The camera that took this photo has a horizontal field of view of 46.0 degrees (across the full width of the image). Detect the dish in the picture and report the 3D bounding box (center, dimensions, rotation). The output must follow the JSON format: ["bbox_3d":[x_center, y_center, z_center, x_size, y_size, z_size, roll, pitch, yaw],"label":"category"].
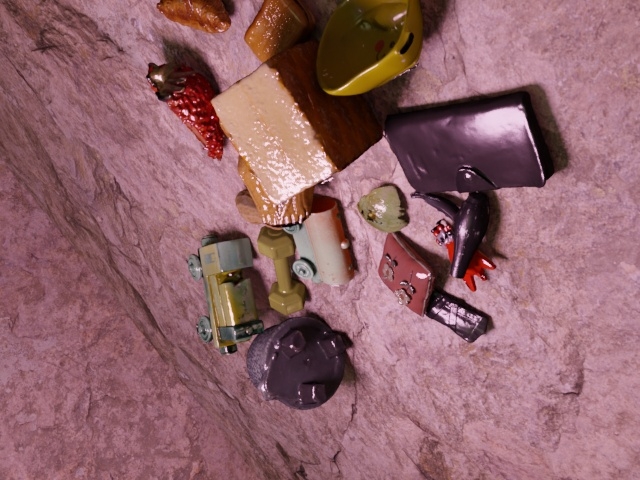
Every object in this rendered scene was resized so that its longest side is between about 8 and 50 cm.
[{"bbox_3d":[0.116,-0.379,1.452,0.108,0.221,0.262,22,156,-37],"label":"dish"}]

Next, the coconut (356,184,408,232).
[{"bbox_3d":[0.146,-0.068,1.809,0.133,0.055,0.158,46,149,9],"label":"coconut"}]

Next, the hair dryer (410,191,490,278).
[{"bbox_3d":[0.272,-0.045,1.664,0.219,0.075,0.196,39,128,42],"label":"hair dryer"}]

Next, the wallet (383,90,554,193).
[{"bbox_3d":[0.288,-0.185,1.523,0.377,0.051,0.197,2,124,52],"label":"wallet"}]

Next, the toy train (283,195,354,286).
[{"bbox_3d":[0.000,0.000,2.019,0.177,0.116,0.286,7,128,31],"label":"toy train"}]

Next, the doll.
[{"bbox_3d":[0.313,0.028,1.698,0.169,0.057,0.109,45,144,14],"label":"doll"}]

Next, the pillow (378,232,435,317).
[{"bbox_3d":[0.204,0.085,1.853,0.179,0.075,0.171,48,147,33],"label":"pillow"}]

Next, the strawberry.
[{"bbox_3d":[-0.337,-0.365,2.058,0.233,0.137,0.306,47,179,41],"label":"strawberry"}]

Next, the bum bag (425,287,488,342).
[{"bbox_3d":[0.323,0.178,1.853,0.197,0.049,0.087,30,119,29],"label":"bum bag"}]

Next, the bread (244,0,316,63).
[{"bbox_3d":[-0.087,-0.467,1.667,0.116,0.077,0.200,51,146,1],"label":"bread"}]

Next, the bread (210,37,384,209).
[{"bbox_3d":[-0.045,-0.256,1.603,0.207,0.279,0.279,-29,101,34],"label":"bread"}]

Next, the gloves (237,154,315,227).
[{"bbox_3d":[-0.105,-0.207,1.842,0.203,0.155,0.357,-1,103,25],"label":"gloves"}]

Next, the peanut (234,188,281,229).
[{"bbox_3d":[-0.168,-0.085,2.137,0.194,0.093,0.083,30,180,32],"label":"peanut"}]

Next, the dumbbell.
[{"bbox_3d":[-0.112,0.085,2.225,0.108,0.121,0.302,-122,19,-47],"label":"dumbbell"}]

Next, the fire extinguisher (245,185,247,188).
[{"bbox_3d":[-0.140,-0.142,2.092,0.158,0.043,0.064,22,96,36],"label":"fire extinguisher"}]

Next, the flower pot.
[{"bbox_3d":[-0.081,0.389,2.321,0.299,0.299,0.282,56,151,-10],"label":"flower pot"}]

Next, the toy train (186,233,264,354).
[{"bbox_3d":[-0.302,0.170,2.415,0.253,0.160,0.398,-12,87,56],"label":"toy train"}]

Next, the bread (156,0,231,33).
[{"bbox_3d":[-0.300,-0.564,1.827,0.233,0.076,0.105,20,149,29],"label":"bread"}]
